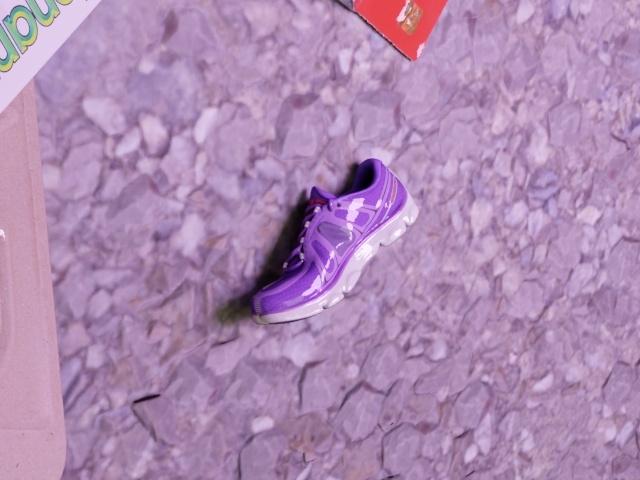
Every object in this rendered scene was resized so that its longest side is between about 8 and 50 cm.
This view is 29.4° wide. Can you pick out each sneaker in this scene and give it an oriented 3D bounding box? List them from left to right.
[{"bbox_3d":[0.000,0.000,0.941,0.170,0.068,0.071,-46,113,-28],"label":"sneaker"}]

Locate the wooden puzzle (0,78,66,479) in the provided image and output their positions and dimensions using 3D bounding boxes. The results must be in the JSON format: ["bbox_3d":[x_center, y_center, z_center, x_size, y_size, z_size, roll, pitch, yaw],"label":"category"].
[{"bbox_3d":[-0.271,-0.033,0.605,0.322,0.080,0.348,15,66,-55],"label":"wooden puzzle"}]

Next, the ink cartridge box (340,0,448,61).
[{"bbox_3d":[0.057,-0.265,0.893,0.232,0.066,0.189,32,84,-36],"label":"ink cartridge box"}]

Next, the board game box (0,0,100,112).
[{"bbox_3d":[-0.182,-0.200,0.642,0.193,0.053,0.305,63,38,-34],"label":"board game box"}]
